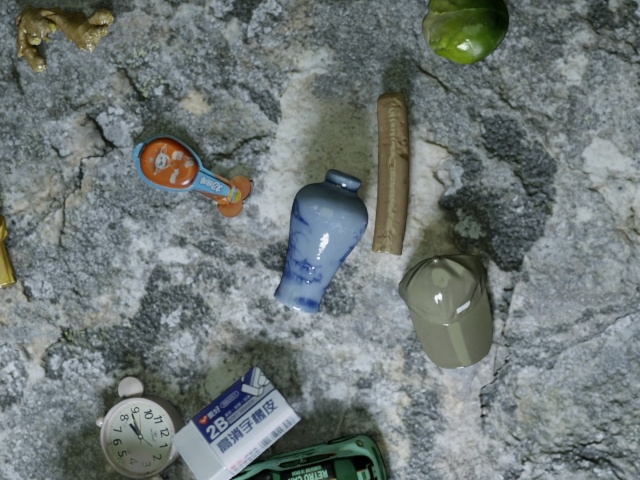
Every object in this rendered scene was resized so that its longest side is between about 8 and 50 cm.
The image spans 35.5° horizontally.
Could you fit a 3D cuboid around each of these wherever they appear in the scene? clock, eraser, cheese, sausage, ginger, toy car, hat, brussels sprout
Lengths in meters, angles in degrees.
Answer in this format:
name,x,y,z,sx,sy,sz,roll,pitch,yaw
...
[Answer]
name,x,y,z,sx,sy,sz,roll,pitch,yaw
clock,-0.336,0.369,1.885,0.155,0.063,0.229,-15,84,12
eraser,-0.154,0.341,1.813,0.210,0.068,0.124,-39,59,-7
cheese,-0.249,-0.126,1.913,0.256,0.037,0.106,26,93,12
sausage,0.130,-0.123,1.831,0.065,0.066,0.301,2,89,11
ginger,-0.520,-0.416,1.976,0.176,0.052,0.193,41,95,5
toy car,-0.034,0.445,1.791,0.306,0.125,0.136,-16,84,8
hat,0.228,0.128,1.768,0.166,0.144,0.173,-18,61,11
brussels sprout,0.264,-0.385,1.796,0.155,0.117,0.155,-11,72,37

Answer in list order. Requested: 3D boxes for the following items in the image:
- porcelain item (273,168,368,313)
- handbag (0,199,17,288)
name,x,y,z,sx,sy,sz,roll,pitch,yaw
porcelain item,0.000,0.000,1.814,0.141,0.141,0.259,22,98,11
handbag,-0.763,-0.066,1.964,0.283,0.133,0.401,-16,84,4
